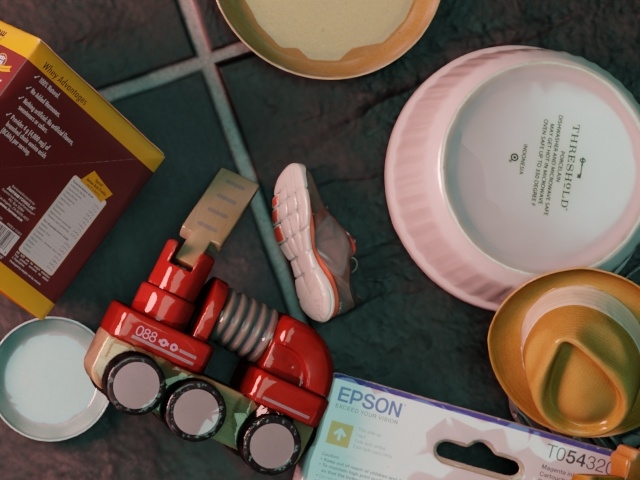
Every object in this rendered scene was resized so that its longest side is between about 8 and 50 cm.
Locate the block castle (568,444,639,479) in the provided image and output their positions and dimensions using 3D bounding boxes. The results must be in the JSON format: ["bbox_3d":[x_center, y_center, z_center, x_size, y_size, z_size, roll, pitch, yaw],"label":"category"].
[{"bbox_3d":[0.369,0.309,1.798,0.453,0.303,0.213,5,91,-33],"label":"block castle"}]

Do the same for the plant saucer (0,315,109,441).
[{"bbox_3d":[-0.258,0.132,1.913,0.119,0.021,0.119,1,86,-8],"label":"plant saucer"}]

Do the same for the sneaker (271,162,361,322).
[{"bbox_3d":[0.000,0.000,1.953,0.065,0.061,0.158,-11,87,-36],"label":"sneaker"}]

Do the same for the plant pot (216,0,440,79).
[{"bbox_3d":[0.006,-0.274,1.974,0.236,0.032,0.236,0,86,-7],"label":"plant pot"}]

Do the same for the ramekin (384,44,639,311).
[{"bbox_3d":[0.204,-0.064,1.941,0.273,0.127,0.273,1,86,-8],"label":"ramekin"}]

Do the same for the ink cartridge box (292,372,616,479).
[{"bbox_3d":[0.115,0.326,1.929,0.324,0.071,0.330,17,85,-8],"label":"ink cartridge box"}]

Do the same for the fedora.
[{"bbox_3d":[0.245,0.121,1.871,0.194,0.079,0.194,5,121,8],"label":"fedora"}]

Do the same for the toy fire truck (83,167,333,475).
[{"bbox_3d":[-0.084,0.068,1.893,0.217,0.158,0.246,26,88,-15],"label":"toy fire truck"}]

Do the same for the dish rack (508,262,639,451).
[{"bbox_3d":[0.328,0.135,1.974,0.271,0.074,0.208,-39,91,-8],"label":"dish rack"}]

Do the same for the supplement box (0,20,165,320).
[{"bbox_3d":[-0.287,-0.070,1.824,0.194,0.129,0.191,-54,133,-8],"label":"supplement box"}]
